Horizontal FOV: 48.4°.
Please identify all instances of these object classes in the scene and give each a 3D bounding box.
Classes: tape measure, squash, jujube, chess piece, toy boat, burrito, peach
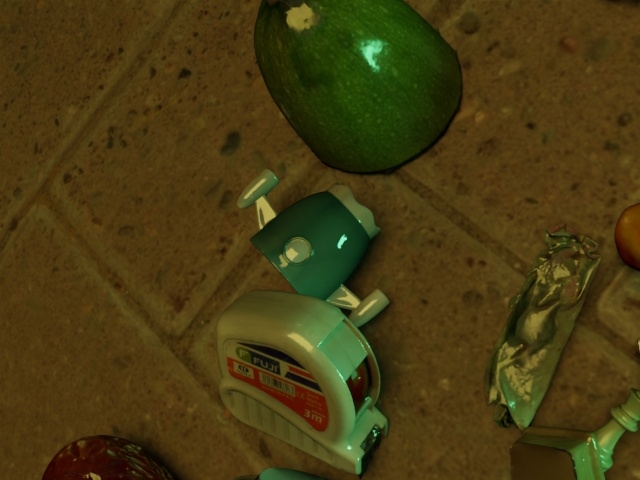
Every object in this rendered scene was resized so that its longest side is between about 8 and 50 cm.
[{"bbox_3d":[-0.029,0.206,1.089,0.258,0.130,0.265,17,126,28],"label":"tape measure"},{"bbox_3d":[0.043,-0.293,1.122,0.310,0.309,0.311,-6,75,21],"label":"squash"},{"bbox_3d":[-0.342,0.436,1.198,0.255,0.190,0.190,18,85,9],"label":"jujube"},{"bbox_3d":[0.402,0.242,0.948,0.059,0.059,0.149,46,115,26],"label":"chess piece"},{"bbox_3d":[0.316,0.349,0.949,0.116,0.061,0.188,-8,90,47],"label":"toy boat"},{"bbox_3d":[0.315,0.127,1.033,0.096,0.066,0.309,21,89,24],"label":"burrito"},{"bbox_3d":[0.460,-0.005,0.987,0.100,0.100,0.101,-6,75,22],"label":"peach"}]

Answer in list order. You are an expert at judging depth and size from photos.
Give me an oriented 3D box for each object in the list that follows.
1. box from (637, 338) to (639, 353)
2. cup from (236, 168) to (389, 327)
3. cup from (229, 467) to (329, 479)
[{"bbox_3d":[0.474,0.235,0.950,0.055,0.039,0.218,-12,73,22],"label":"box"},{"bbox_3d":[0.000,0.000,1.156,0.173,0.167,0.300,-42,82,-5],"label":"cup"},{"bbox_3d":[-0.053,0.530,0.993,0.253,0.253,0.372,13,85,26],"label":"cup"}]
